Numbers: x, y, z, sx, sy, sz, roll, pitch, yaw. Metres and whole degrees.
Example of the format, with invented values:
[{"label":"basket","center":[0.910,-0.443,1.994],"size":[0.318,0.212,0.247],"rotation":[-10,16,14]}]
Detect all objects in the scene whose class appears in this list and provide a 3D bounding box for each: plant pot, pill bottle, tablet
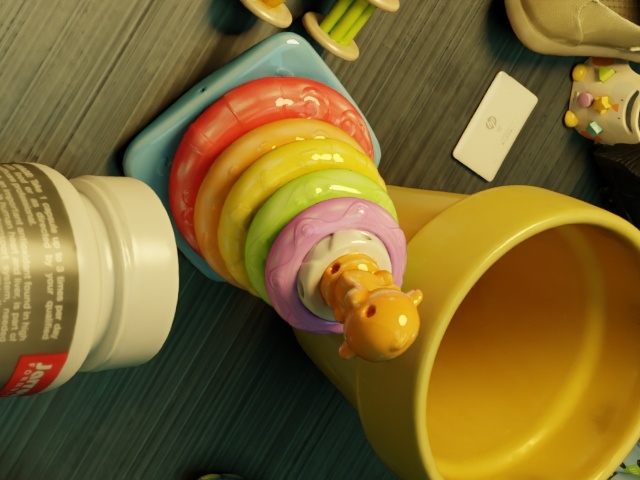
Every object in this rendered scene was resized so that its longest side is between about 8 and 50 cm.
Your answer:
[{"label":"plant pot","center":[0.105,0.064,1.548],"size":[0.254,0.239,0.254],"rotation":[-14,115,-32]},{"label":"pill bottle","center":[-0.248,0.028,1.324],"size":[0.283,0.161,0.161],"rotation":[-2,108,-36]},{"label":"tablet","center":[0.148,-0.096,1.672],"size":[0.054,0.006,0.083],"rotation":[32,86,-39]}]

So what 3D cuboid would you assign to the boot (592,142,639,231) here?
[{"label":"boot","center":[0.290,-0.036,1.730],"size":[0.045,0.121,0.099],"rotation":[-35,118,-19]}]

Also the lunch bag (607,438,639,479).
[{"label":"lunch bag","center":[0.250,0.334,1.850],"size":[0.221,0.138,0.293],"rotation":[15,109,-40]}]

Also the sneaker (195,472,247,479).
[{"label":"sneaker","center":[-0.042,0.251,1.621],"size":[0.078,0.067,0.188],"rotation":[-56,132,-14]}]

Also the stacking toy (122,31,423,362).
[{"label":"stacking toy","center":[0.000,0.000,1.399],"size":[0.175,0.302,0.166],"rotation":[-38,126,-1]}]

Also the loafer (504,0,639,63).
[{"label":"loafer","center":[0.281,-0.201,1.657],"size":[0.268,0.092,0.102],"rotation":[-9,82,-33]}]

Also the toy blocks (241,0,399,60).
[{"label":"toy blocks","center":[0.024,-0.216,1.466],"size":[0.123,0.054,0.148],"rotation":[22,119,-37]}]

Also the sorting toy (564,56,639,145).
[{"label":"sorting toy","center":[0.252,-0.117,1.696],"size":[0.045,0.075,0.083],"rotation":[-4,108,-36]}]
